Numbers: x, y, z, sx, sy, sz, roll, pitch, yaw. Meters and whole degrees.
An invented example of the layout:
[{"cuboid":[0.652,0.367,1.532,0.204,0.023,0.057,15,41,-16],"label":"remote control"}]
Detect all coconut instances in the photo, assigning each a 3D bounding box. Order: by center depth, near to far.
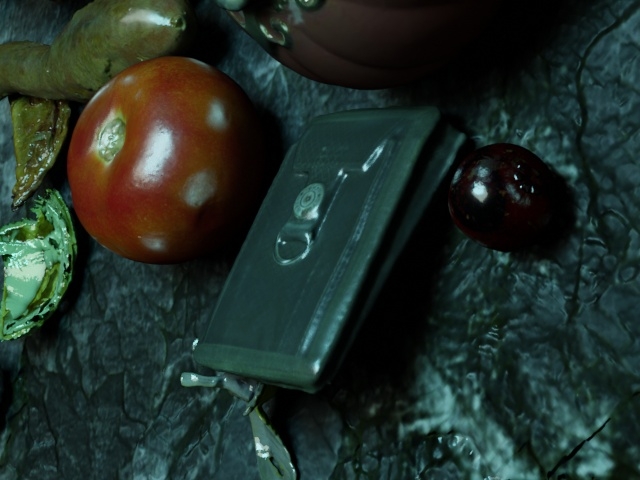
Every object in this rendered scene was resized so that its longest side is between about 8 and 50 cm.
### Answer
[{"cuboid":[-0.285,0.023,1.593,0.133,0.055,0.158,32,99,57],"label":"coconut"}]

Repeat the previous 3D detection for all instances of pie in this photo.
[{"cuboid":[-0.289,-0.115,1.660,0.088,0.033,0.191,-34,44,25],"label":"pie"}]

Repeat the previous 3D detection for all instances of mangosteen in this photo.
[{"cuboid":[0.128,-0.029,1.140,0.081,0.081,0.081,-19,62,43],"label":"mangosteen"}]

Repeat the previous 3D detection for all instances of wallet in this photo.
[{"cuboid":[0.000,0.000,1.234,0.168,0.052,0.245,7,62,46],"label":"wallet"}]

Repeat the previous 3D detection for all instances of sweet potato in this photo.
[{"cuboid":[-0.228,-0.182,1.572,0.385,0.109,0.109,-9,70,53],"label":"sweet potato"}]

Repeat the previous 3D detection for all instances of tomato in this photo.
[{"cuboid":[-0.133,-0.069,1.398,0.195,0.136,0.195,-23,58,43],"label":"tomato"}]

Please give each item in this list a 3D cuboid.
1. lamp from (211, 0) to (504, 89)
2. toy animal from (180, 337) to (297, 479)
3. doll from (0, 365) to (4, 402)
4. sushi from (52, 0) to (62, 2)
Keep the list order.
[{"cuboid":[0.022,-0.262,1.197,0.303,0.257,0.303,41,143,41],"label":"lamp"},{"cuboid":[-0.065,0.103,1.295,0.155,0.095,0.219,13,85,45],"label":"toy animal"},{"cuboid":[-0.368,0.171,1.624,0.094,0.079,0.180,45,124,30],"label":"doll"},{"cuboid":[-0.296,-0.380,1.624,0.171,0.236,0.270,11,100,52],"label":"sushi"}]
